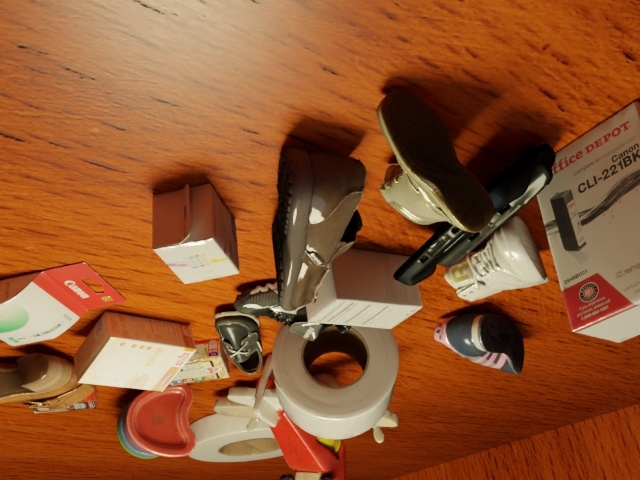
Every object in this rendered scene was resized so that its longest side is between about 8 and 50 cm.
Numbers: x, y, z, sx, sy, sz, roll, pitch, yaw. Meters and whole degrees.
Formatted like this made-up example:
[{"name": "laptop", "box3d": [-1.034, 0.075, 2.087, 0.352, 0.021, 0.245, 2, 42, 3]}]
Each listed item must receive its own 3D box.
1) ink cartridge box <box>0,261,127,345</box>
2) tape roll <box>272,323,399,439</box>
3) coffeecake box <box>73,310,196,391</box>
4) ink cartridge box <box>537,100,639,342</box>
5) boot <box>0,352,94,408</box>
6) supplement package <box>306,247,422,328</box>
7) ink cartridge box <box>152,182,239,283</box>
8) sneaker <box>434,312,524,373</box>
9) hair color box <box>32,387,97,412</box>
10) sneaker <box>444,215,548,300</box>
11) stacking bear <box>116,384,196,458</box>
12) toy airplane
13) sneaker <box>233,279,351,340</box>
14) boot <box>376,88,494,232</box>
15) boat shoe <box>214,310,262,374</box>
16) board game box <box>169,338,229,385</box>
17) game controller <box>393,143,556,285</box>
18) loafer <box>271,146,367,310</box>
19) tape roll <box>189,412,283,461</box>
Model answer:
[{"name": "ink cartridge box", "box3d": [-0.472, 0.115, 1.341, 0.224, 0.056, 0.181, -10, 153, 7]}, {"name": "tape roll", "box3d": [0.030, 0.255, 1.544, 0.246, 0.246, 0.169, -7, 153, -3]}, {"name": "coffeecake box", "box3d": [-0.360, 0.219, 1.517, 0.185, 0.068, 0.142, 16, 126, -39]}, {"name": "ink cartridge box", "box3d": [0.427, -0.024, 1.086, 0.114, 0.273, 0.197, 15, 145, -32]}, {"name": "boot", "box3d": [-0.637, 0.307, 1.637, 0.283, 0.109, 0.220, -18, 156, 3]}, {"name": "supplement package", "box3d": [0.072, 0.085, 1.377, 0.179, 0.105, 0.105, 9, 149, -29]}, {"name": "ink cartridge box", "box3d": [-0.182, -0.012, 1.130, 0.089, 0.092, 0.143, -11, 152, 8]}, {"name": "sneaker", "box3d": [0.369, 0.230, 1.776, 0.131, 0.112, 0.319, -5, 156, 32]}, {"name": "hair color box", "box3d": [-0.592, 0.365, 1.805, 0.141, 0.043, 0.072, -2, 153, -12]}, {"name": "sneaker", "box3d": [0.291, 0.047, 1.339, 0.169, 0.108, 0.292, -18, 161, 16]}, {"name": "stacking bear", "box3d": [-0.428, 0.465, 1.937, 0.164, 0.175, 0.289, 2, 159, -24]}, {"name": "toy airplane", "box3d": [-0.044, 0.407, 1.865, 0.386, 0.272, 0.384, 31, 135, 2]}, {"name": "sneaker", "box3d": [-0.041, 0.134, 1.438, 0.234, 0.106, 0.078, 0, 151, -16]}, {"name": "boot", "box3d": [0.121, -0.101, 1.041, 0.077, 0.213, 0.165, -43, -163, -13]}, {"name": "boat shoe", "box3d": [-0.159, 0.204, 1.577, 0.084, 0.079, 0.233, -8, 152, 3]}, {"name": "board game box", "box3d": [-0.304, 0.272, 1.701, 0.193, 0.045, 0.147, -7, 153, -3]}, {"name": "game controller", "box3d": [0.226, -0.032, 1.187, 0.166, 0.067, 0.319, -22, 162, -33]}, {"name": "loafer", "box3d": [0.000, 0.000, 1.157, 0.130, 0.134, 0.366, -4, 153, -9]}, {"name": "tape roll", "box3d": [-0.200, 0.575, 2.298, 0.392, 0.072, 0.392, -6, 153, -3]}]
